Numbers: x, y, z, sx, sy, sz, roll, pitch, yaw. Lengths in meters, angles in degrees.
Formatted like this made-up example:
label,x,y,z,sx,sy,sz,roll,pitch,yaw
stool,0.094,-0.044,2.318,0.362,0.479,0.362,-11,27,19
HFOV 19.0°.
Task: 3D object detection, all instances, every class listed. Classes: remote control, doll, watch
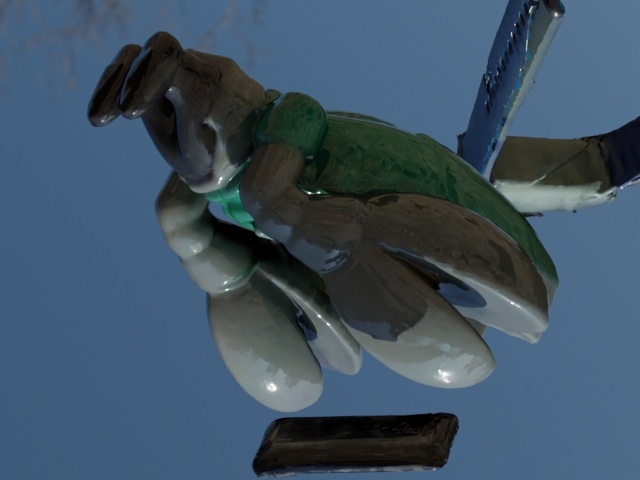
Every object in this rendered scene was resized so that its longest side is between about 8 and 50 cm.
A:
label,x,y,z,sx,sy,sz,roll,pitch,yaw
remote control,0.015,0.092,0.881,0.039,0.096,0.014,-64,-36,-52
doll,-0.005,0.004,0.984,0.258,0.195,0.153,24,-104,0
watch,0.197,-0.107,1.518,0.276,0.274,0.068,7,-117,-33
